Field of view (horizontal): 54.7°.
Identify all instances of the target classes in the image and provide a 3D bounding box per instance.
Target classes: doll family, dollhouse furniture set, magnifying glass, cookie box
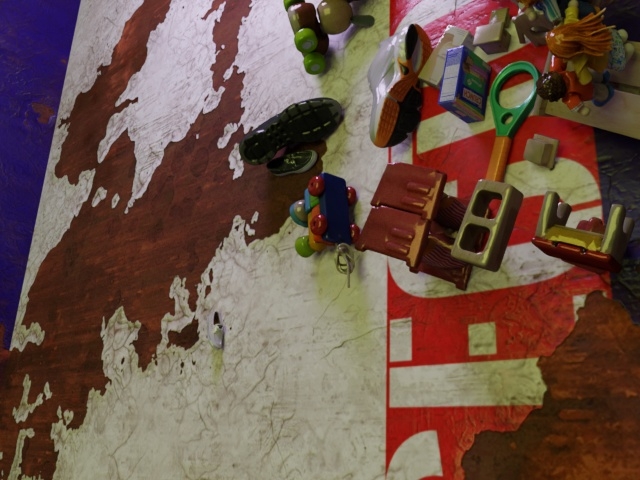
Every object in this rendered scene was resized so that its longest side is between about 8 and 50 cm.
[{"bbox_3d":[0.325,-0.300,0.830,0.118,0.163,0.263,-42,62,50],"label":"doll family"},{"bbox_3d":[0.264,0.009,0.929,0.374,0.201,0.152,19,88,41],"label":"dollhouse furniture set"},{"bbox_3d":[0.321,-0.200,1.068,0.092,0.026,0.231,8,81,46],"label":"magnifying glass"},{"bbox_3d":[0.502,-0.241,0.883,0.303,0.173,0.356,36,124,47],"label":"dollhouse furniture set"},{"bbox_3d":[0.260,-0.278,1.111,0.040,0.091,0.107,0,76,48],"label":"cookie box"},{"bbox_3d":[0.347,-0.439,1.077,0.161,0.101,0.182,4,78,46],"label":"dollhouse furniture set"}]

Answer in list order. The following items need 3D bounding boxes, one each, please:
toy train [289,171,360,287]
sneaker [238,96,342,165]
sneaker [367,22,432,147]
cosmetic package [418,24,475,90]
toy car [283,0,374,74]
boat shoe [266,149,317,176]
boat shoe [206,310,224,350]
[{"bbox_3d":[0.000,0.000,1.265,0.143,0.105,0.248,-31,54,46],"label":"toy train"},{"bbox_3d":[-0.072,-0.270,1.435,0.267,0.101,0.106,-20,28,22],"label":"sneaker"},{"bbox_3d":[0.140,-0.302,1.251,0.121,0.099,0.263,-2,66,53],"label":"sneaker"},{"bbox_3d":[0.245,-0.348,1.189,0.060,0.041,0.115,39,103,45],"label":"cosmetic package"},{"bbox_3d":[0.027,-0.505,1.437,0.188,0.149,0.155,-18,62,7],"label":"toy car"},{"bbox_3d":[-0.069,-0.180,1.439,0.142,0.040,0.049,-14,65,42],"label":"boat shoe"},{"bbox_3d":[-0.247,0.212,1.473,0.035,0.035,0.100,-43,42,29],"label":"boat shoe"}]
